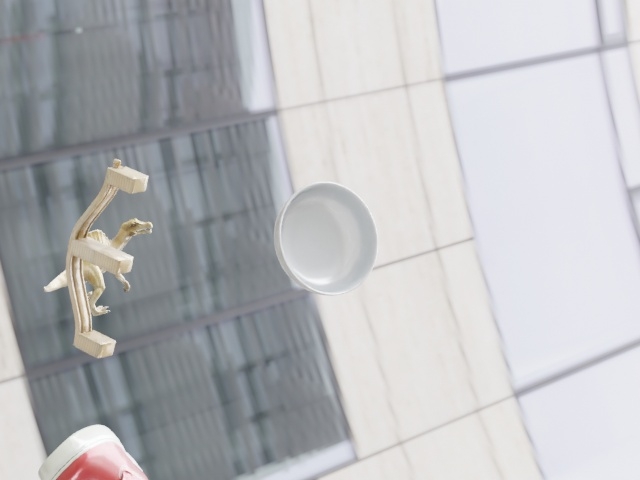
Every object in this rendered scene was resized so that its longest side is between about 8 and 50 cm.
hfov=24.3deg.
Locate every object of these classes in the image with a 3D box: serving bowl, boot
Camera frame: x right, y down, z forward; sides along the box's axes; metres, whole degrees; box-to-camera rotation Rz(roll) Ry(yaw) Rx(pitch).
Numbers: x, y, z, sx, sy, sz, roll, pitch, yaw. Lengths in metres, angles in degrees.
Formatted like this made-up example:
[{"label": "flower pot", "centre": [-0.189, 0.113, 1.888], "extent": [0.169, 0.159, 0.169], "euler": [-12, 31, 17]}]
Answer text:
[{"label": "serving bowl", "centre": [0.000, 0.000, 1.082], "extent": [0.027, 0.083, 0.083], "euler": [-15, -89, 59]}, {"label": "boot", "centre": [-0.203, 0.298, 1.607], "extent": [0.176, 0.088, 0.244], "euler": [46, -4, 21]}]

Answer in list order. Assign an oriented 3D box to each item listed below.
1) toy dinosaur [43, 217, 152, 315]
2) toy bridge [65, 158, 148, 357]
[{"label": "toy dinosaur", "centre": [-0.268, 0.036, 1.715], "extent": [0.053, 0.183, 0.092], "euler": [17, -53, 31]}, {"label": "toy bridge", "centre": [-0.207, 0.013, 1.392], "extent": [0.063, 0.026, 0.188], "euler": [22, -71, 28]}]
